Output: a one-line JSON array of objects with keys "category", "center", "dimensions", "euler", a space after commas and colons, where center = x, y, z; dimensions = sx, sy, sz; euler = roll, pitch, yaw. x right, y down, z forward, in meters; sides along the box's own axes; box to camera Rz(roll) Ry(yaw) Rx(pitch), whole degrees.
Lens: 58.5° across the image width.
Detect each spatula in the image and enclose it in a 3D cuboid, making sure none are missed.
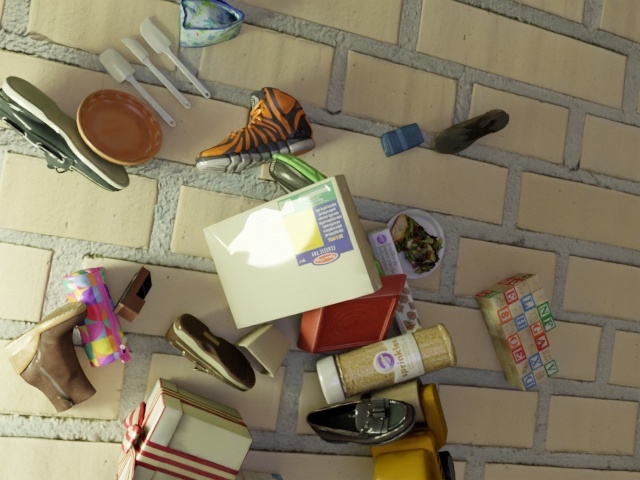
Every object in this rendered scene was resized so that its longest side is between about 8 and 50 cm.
[{"category": "spatula", "center": [-0.406, -0.410, 1.423], "dimensions": [0.168, 0.019, 0.242], "euler": [-46, 103, -17]}]

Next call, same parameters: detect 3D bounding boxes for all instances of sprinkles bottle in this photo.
[{"category": "sprinkles bottle", "center": [0.171, 0.322, 1.501], "dimensions": [0.355, 0.121, 0.121], "euler": [-17, 95, -2]}]

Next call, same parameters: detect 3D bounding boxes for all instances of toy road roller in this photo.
[{"category": "toy road roller", "center": [0.219, 0.541, 1.465], "dimensions": [0.202, 0.240, 0.330], "euler": [-14, 90, 17]}]

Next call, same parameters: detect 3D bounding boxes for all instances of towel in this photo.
[{"category": "towel", "center": [0.228, -0.283, 1.606], "dimensions": [0.119, 0.029, 0.067], "euler": [-22, 97, -15]}]

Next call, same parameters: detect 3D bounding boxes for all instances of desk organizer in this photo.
[{"category": "desk organizer", "center": [-0.437, 0.127, 1.359], "dimensions": [0.050, 0.047, 0.130], "euler": [37, 38, -17]}]

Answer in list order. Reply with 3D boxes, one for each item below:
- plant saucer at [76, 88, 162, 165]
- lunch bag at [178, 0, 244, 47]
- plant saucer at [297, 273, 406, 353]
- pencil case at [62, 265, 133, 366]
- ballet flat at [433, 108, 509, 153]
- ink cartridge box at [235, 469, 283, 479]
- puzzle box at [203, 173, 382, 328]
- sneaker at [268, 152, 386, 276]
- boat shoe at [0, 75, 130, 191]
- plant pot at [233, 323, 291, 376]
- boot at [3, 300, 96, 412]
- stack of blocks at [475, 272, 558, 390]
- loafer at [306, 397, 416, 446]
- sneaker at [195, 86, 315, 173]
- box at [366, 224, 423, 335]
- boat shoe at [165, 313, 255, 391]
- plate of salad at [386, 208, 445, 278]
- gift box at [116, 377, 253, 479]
[{"category": "plant saucer", "center": [-0.475, -0.263, 1.350], "dimensions": [0.200, 0.037, 0.200], "euler": [19, 57, -32]}, {"category": "lunch bag", "center": [-0.269, -0.534, 1.404], "dimensions": [0.151, 0.129, 0.096], "euler": [-2, 91, -16]}, {"category": "plant saucer", "center": [0.083, 0.200, 1.470], "dimensions": [0.258, 0.048, 0.259], "euler": [-4, 133, -17]}, {"category": "pencil case", "center": [-0.522, 0.180, 1.344], "dimensions": [0.104, 0.104, 0.236], "euler": [-20, 96, -16]}, {"category": "ballet flat", "center": [0.431, -0.321, 1.658], "dimensions": [0.249, 0.058, 0.084], "euler": [-25, 133, -10]}, {"category": "ink cartridge box", "center": [-0.169, 0.649, 1.455], "dimensions": [0.143, 0.092, 0.090], "euler": [14, 87, -15]}, {"category": "puzzle box", "center": [-0.077, 0.038, 1.348], "dimensions": [0.052, 0.409, 0.272], "euler": [-19, 91, -59]}, {"category": "sneaker", "center": [0.000, 0.000, 1.436], "dimensions": [0.202, 0.185, 0.483], "euler": [-33, 109, -8]}, {"category": "boat shoe", "center": [-0.601, -0.217, 1.317], "dimensions": [0.113, 0.127, 0.340], "euler": [-42, 111, 17]}, {"category": "plant pot", "center": [-0.141, 0.271, 1.461], "dimensions": [0.109, 0.109, 0.096], "euler": [49, 66, -11]}, {"category": "boot", "center": [-0.575, 0.267, 1.305], "dimensions": [0.248, 0.090, 0.207], "euler": [-31, 105, 16]}, {"category": "stack of blocks", "center": [0.597, 0.265, 1.688], "dimensions": [0.171, 0.087, 0.297], "euler": [-23, 97, -16]}, {"category": "loafer", "center": [0.093, 0.452, 1.434], "dimensions": [0.095, 0.302, 0.109], "euler": [39, 45, -33]}, {"category": "sneaker", "center": [-0.179, -0.280, 1.448], "dimensions": [0.321, 0.124, 0.180], "euler": [-18, 91, -27]}, {"category": "box", "center": [0.207, 0.120, 1.568], "dimensions": [0.063, 0.067, 0.324], "euler": [-19, 99, 5]}, {"category": "boat shoe", "center": [-0.278, 0.293, 1.434], "dimensions": [0.095, 0.095, 0.257], "euler": [-40, 100, 24]}, {"category": "plate of salad", "center": [0.268, 0.010, 1.609], "dimensions": [0.199, 0.048, 0.200], "euler": [0, 89, -17]}, {"category": "gift box", "center": [-0.339, 0.501, 1.321], "dimensions": [0.258, 0.255, 0.276], "euler": [29, 79, -17]}]
